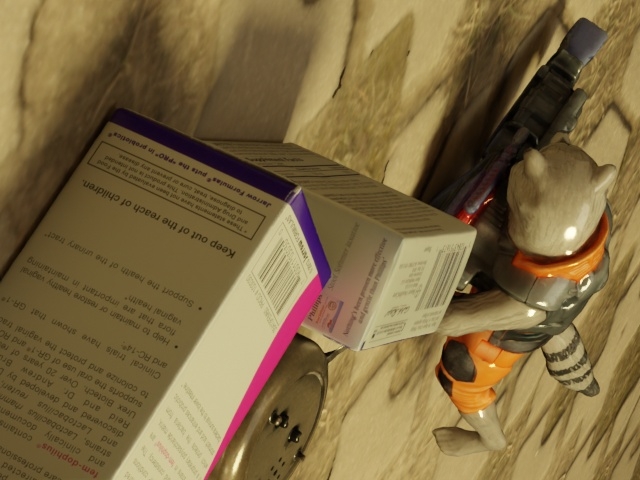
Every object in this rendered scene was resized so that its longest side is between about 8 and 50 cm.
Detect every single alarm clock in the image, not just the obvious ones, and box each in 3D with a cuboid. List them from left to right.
[{"bbox_3d":[-0.054,0.134,1.162,0.192,0.064,0.129,-57,158,-13],"label":"alarm clock"}]

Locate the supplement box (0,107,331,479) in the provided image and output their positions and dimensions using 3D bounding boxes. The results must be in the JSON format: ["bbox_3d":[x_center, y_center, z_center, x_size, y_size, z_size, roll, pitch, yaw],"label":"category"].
[{"bbox_3d":[-0.101,0.064,0.892,0.220,0.114,0.111,-59,160,-19],"label":"supplement box"}]

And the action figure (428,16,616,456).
[{"bbox_3d":[0.185,0.000,1.438,0.341,0.178,0.330,-55,167,-20],"label":"action figure"}]

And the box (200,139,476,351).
[{"bbox_3d":[0.000,0.000,1.027,0.126,0.137,0.072,-5,119,-67],"label":"box"}]
